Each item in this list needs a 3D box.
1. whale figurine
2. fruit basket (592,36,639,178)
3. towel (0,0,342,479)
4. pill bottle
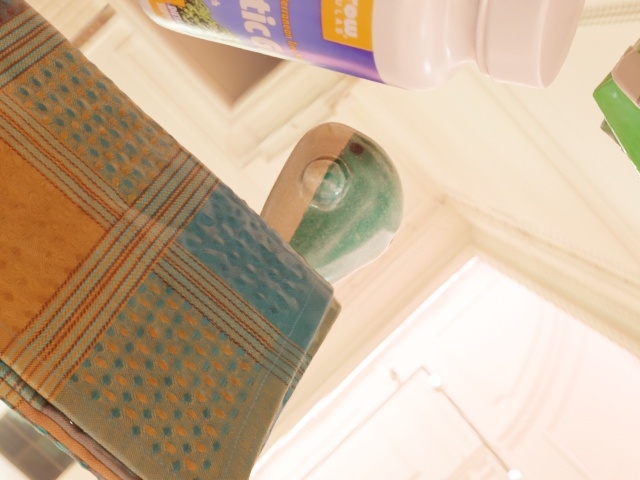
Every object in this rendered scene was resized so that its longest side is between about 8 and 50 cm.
[{"bbox_3d":[0.000,0.000,1.103,0.272,0.141,0.216,-61,177,-40],"label":"whale figurine"},{"bbox_3d":[0.364,-0.041,0.729,0.165,0.353,0.327,-37,-175,45],"label":"fruit basket"},{"bbox_3d":[-0.161,-0.008,0.664,0.040,0.370,0.271,-43,-172,35],"label":"towel"},{"bbox_3d":[0.026,-0.181,0.653,0.152,0.272,0.152,-50,150,-44],"label":"pill bottle"}]
